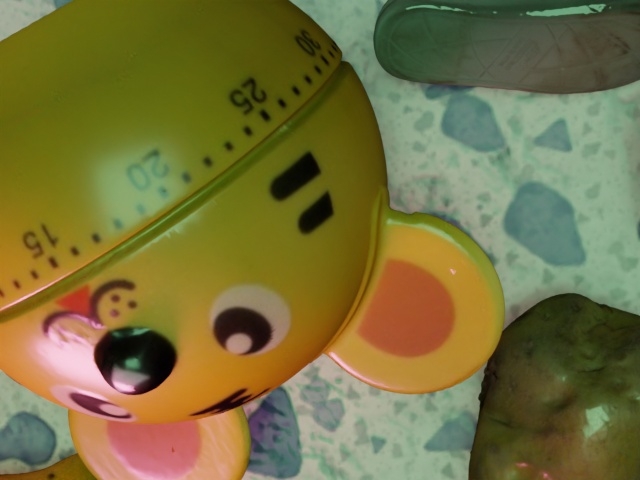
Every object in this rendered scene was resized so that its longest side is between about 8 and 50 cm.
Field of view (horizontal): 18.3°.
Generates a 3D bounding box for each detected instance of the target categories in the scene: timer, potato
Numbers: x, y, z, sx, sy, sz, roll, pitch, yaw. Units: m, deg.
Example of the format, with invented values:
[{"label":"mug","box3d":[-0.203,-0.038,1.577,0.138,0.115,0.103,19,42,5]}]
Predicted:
[{"label":"timer","box3d":[-0.096,0.000,1.439,0.376,0.376,0.387,-31,101,5]},{"label":"potato","box3d":[0.198,0.145,1.530,0.154,0.137,0.200,18,94,33]}]

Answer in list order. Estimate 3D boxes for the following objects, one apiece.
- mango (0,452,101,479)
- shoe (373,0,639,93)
[{"label":"mango","box3d":[-0.271,0.267,1.570,0.295,0.120,0.177,-22,91,4]},{"label":"shoe","box3d":[0.160,-0.178,1.542,0.251,0.103,0.100,-3,49,-9]}]
